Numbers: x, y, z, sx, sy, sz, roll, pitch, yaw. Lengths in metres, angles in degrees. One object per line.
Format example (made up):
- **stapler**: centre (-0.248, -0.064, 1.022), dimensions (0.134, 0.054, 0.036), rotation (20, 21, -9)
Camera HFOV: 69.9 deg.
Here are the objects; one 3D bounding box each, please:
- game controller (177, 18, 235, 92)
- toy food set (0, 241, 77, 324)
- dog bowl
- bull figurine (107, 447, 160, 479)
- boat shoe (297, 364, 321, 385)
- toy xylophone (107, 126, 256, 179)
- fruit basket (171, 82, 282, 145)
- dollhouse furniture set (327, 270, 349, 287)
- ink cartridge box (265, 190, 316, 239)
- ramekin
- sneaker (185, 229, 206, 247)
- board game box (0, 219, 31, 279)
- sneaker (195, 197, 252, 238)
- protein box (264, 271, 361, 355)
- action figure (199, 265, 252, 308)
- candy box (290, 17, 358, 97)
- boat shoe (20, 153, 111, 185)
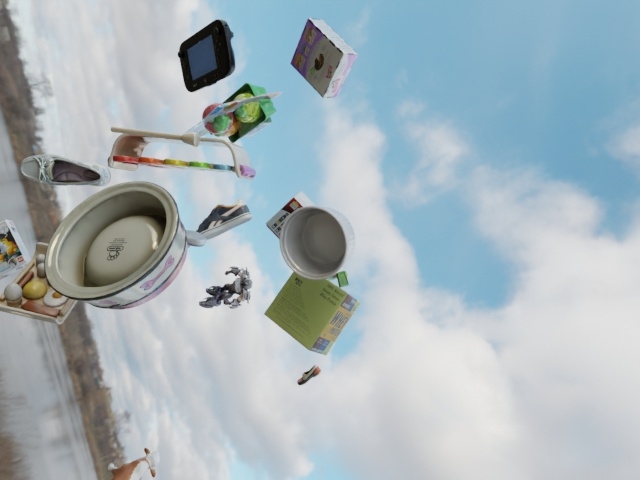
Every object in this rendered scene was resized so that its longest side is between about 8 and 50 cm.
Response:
- **game controller**: centre (-0.370, -0.584, 1.471), dimensions (0.319, 0.067, 0.166), rotation (4, -83, 50)
- **toy food set**: centre (-0.916, 0.134, 1.527), dimensions (0.306, 0.220, 0.092), rotation (-83, -170, -51)
- **dog bowl**: centre (-0.582, 0.024, 1.360), dimensions (0.408, 0.408, 0.150), rotation (50, -12, 34)
- **bull figurine**: centre (-0.676, 0.834, 1.534), dimensions (0.189, 0.310, 0.101), rotation (-22, -69, 34)
- **boat shoe**: centre (-0.058, 0.611, 2.079), dimensions (0.137, 0.049, 0.043), rotation (-37, -78, 20)
- **toy xylophone**: centre (-0.315, -0.188, 1.004), dimensions (0.323, 0.236, 0.081), rotation (6, -85, 15)
- **fruit basket**: centre (-0.345, -0.452, 1.726), dimensions (0.327, 0.353, 0.165), rotation (-22, -75, 40)
- **dollhouse furniture set**: centre (0.059, 0.157, 1.761), dimensions (0.152, 0.076, 0.058), rotation (-29, -106, 64)
- **ink cartridge box**: centre (-0.094, -0.028, 2.191), dimensions (0.309, 0.130, 0.272), rotation (46, -65, -5)
- **ramekin**: centre (0.000, 0.000, 1.289), dimensions (0.207, 0.109, 0.207), rotation (5, -78, 25)
- **sneaker**: centre (-0.554, 0.008, 1.802), dimensions (0.258, 0.094, 0.091), rotation (10, -75, 28)
- **board game box**: centre (-1.295, 0.075, 1.750), dimensions (0.192, 0.306, 0.053), rotation (60, -8, 6)
- **sneaker**: centre (-0.502, -0.099, 2.256), dimensions (0.126, 0.321, 0.127), rotation (77, -12, -85)
- **protein box**: centre (-0.022, 0.212, 1.427), dimensions (0.200, 0.136, 0.201), rotation (32, -94, 29)
- **action figure**: centre (-0.390, 0.214, 1.959), dimensions (0.285, 0.099, 0.185), rotation (-25, -132, 34)
- **candy box**: centre (0.008, -0.591, 1.491), dimensions (0.196, 0.070, 0.164), rotation (52, -45, 21)
- **boat shoe**: centre (-0.982, -0.264, 1.751), dimensions (0.103, 0.321, 0.118), rotation (-140, -121, -79)
